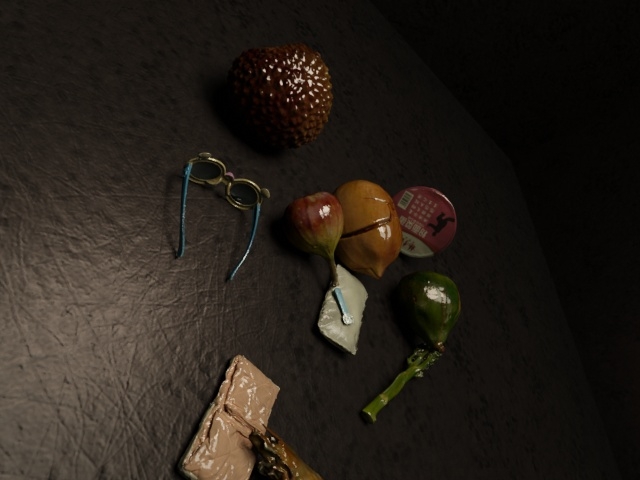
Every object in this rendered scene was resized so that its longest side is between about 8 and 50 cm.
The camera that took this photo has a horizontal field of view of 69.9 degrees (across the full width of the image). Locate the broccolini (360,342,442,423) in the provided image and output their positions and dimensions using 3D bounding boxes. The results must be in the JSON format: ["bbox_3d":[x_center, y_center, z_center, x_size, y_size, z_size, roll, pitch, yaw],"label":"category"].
[{"bbox_3d":[0.215,0.373,1.203,0.392,0.078,0.074,-22,95,-48],"label":"broccolini"}]

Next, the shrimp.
[{"bbox_3d":[-0.056,0.441,0.772,0.287,0.063,0.152,58,39,-21],"label":"shrimp"}]

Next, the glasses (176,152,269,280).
[{"bbox_3d":[-0.221,-0.043,0.938,0.189,0.088,0.221,31,64,-38],"label":"glasses"}]

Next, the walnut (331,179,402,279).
[{"bbox_3d":[0.125,-0.033,1.234,0.203,0.203,0.298,18,45,-45],"label":"walnut"}]

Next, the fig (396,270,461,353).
[{"bbox_3d":[0.311,0.205,1.329,0.195,0.195,0.245,26,59,-40],"label":"fig"}]

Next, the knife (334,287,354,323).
[{"bbox_3d":[0.053,0.155,1.091,0.027,0.010,0.096,-4,59,-30],"label":"knife"}]

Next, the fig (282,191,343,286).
[{"bbox_3d":[-0.015,-0.007,1.115,0.160,0.143,0.231,-45,138,-59],"label":"fig"}]

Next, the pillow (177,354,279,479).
[{"bbox_3d":[-0.143,0.314,0.784,0.126,0.043,0.232,52,33,-22],"label":"pillow"}]

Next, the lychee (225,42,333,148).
[{"bbox_3d":[-0.095,-0.352,1.140,0.267,0.267,0.267,31,44,-36],"label":"lychee"}]

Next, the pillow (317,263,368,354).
[{"bbox_3d":[0.061,0.168,1.137,0.128,0.051,0.229,46,37,-20],"label":"pillow"}]

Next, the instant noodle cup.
[{"bbox_3d":[0.342,-0.075,1.533,0.235,0.234,0.178,60,25,-2],"label":"instant noodle cup"}]
